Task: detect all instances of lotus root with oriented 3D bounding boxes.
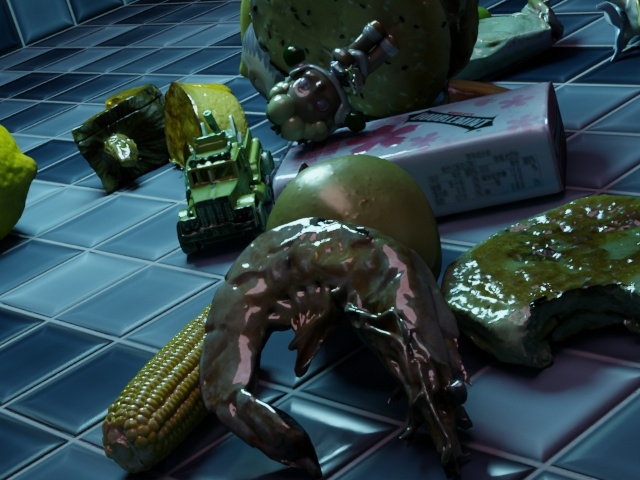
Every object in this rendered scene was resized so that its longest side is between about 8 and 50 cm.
[{"bbox_3d":[0.215,-0.156,1.936,0.135,0.095,0.159,-1,-16,11],"label":"lotus root"}]

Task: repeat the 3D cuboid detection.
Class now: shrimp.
[{"bbox_3d":[0.014,0.109,1.307,0.247,0.085,0.360,-40,47,-4],"label":"shrimp"}]

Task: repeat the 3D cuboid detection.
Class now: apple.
[{"bbox_3d":[0.035,0.002,1.507,0.200,0.200,0.200,-15,20,5],"label":"apple"}]

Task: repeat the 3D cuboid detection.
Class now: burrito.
[{"bbox_3d":[0.280,-0.317,2.299,0.229,0.089,0.144,-19,33,-1],"label":"burrito"}]

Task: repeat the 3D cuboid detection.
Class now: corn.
[{"bbox_3d":[-0.137,0.142,1.424,0.081,0.081,0.248,-5,24,28],"label":"corn"}]

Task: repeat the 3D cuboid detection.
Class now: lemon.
[{"bbox_3d":[-0.560,-0.088,2.156,0.254,0.228,0.228,-6,22,23],"label":"lemon"}]

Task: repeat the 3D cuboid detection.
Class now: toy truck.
[{"bbox_3d":[-0.141,-0.089,1.943,0.128,0.135,0.259,-12,28,7],"label":"toy truck"}]

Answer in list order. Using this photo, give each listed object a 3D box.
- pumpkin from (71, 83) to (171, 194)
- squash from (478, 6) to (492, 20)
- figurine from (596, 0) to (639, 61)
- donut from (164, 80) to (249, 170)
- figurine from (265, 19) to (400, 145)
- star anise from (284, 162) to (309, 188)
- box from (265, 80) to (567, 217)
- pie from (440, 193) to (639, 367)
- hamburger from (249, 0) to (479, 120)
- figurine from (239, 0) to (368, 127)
[{"bbox_3d":[-0.303,-0.176,2.324,0.126,0.130,0.248,-12,22,12],"label":"pumpkin"},{"bbox_3d":[0.173,-0.347,2.460,0.293,0.082,0.082,-22,21,-15],"label":"squash"},{"bbox_3d":[0.512,-0.361,2.185,0.208,0.128,0.184,-36,29,-24],"label":"figurine"},{"bbox_3d":[-0.176,-0.176,2.187,0.101,0.152,0.259,-14,21,-15],"label":"donut"},{"bbox_3d":[0.014,-0.203,1.836,0.197,0.147,0.093,-44,-7,9],"label":"figurine"},{"bbox_3d":[-0.003,0.008,1.695,0.144,0.158,0.140,18,35,0],"label":"star anise"},{"bbox_3d":[0.122,-0.099,1.811,0.370,0.112,0.190,-11,20,14],"label":"box"},{"bbox_3d":[0.258,0.034,1.418,0.303,0.066,0.302,-14,20,5],"label":"pie"},{"bbox_3d":[0.066,-0.344,1.966,0.318,0.276,0.195,30,46,21],"label":"hamburger"},{"bbox_3d":[0.086,-0.289,2.235,0.361,0.266,0.377,-31,58,-10],"label":"figurine"}]
